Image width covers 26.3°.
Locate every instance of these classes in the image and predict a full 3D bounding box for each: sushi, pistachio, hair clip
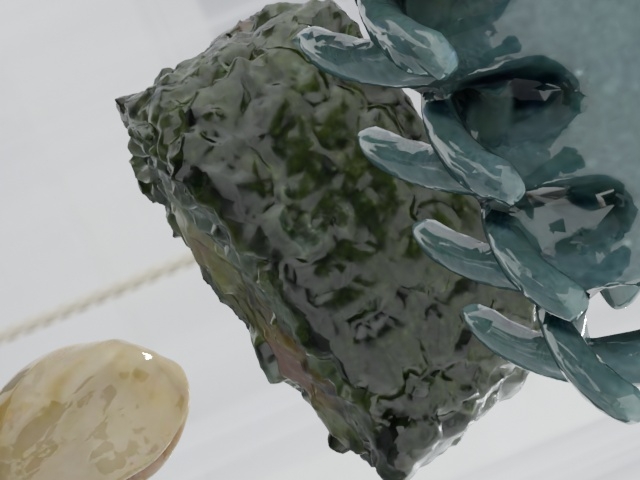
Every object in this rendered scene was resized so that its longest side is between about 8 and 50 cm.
[{"bbox_3d":[0.000,0.000,1.054,0.352,0.178,0.294,54,-13,-3],"label":"sushi"},{"bbox_3d":[-0.317,0.257,1.833,0.230,0.309,0.230,47,-12,13],"label":"pistachio"},{"bbox_3d":[0.134,-0.098,0.603,0.318,0.238,0.392,59,-8,-27],"label":"hair clip"}]
